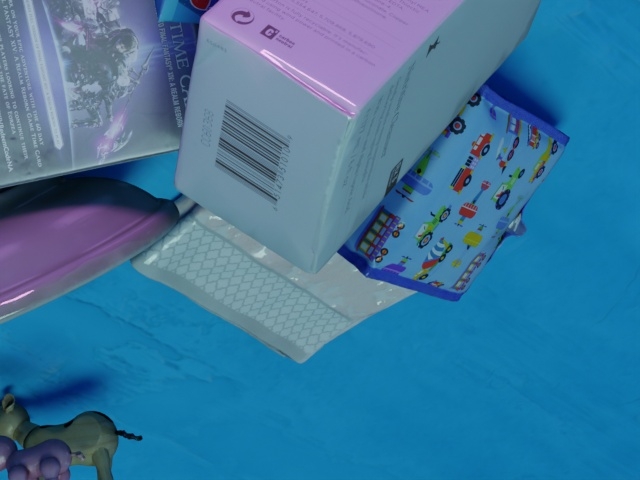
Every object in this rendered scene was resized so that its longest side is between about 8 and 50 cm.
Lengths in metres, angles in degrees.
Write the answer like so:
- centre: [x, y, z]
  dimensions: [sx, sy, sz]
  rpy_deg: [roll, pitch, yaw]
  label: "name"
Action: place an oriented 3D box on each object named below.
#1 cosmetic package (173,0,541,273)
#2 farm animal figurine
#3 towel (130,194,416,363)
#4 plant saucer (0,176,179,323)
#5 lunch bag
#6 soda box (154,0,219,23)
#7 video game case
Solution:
- centre: [0.053, -0.181, 1.491]
  dimensions: [0.385, 0.156, 0.217]
  rpy_deg: [-47, 163, -34]
  label: "cosmetic package"
- centre: [-0.427, 0.247, 2.039]
  dimensions: [0.330, 0.172, 0.327]
  rpy_deg: [12, 147, -42]
  label: "farm animal figurine"
- centre: [0.000, 0.000, 1.957]
  dimensions: [0.317, 0.053, 0.332]
  rpy_deg: [-32, 140, 20]
  label: "towel"
- centre: [-0.337, 0.012, 1.685]
  dimensions: [0.400, 0.400, 0.100]
  rpy_deg: [-21, 100, 7]
  label: "plant saucer"
- centre: [0.144, -0.052, 1.838]
  dimensions: [0.293, 0.138, 0.221]
  rpy_deg: [24, 102, -51]
  label: "lunch bag"
- centre: [-0.109, -0.273, 1.447]
  dimensions: [0.067, 0.210, 0.071]
  rpy_deg: [2, 138, -20]
  label: "soda box"
- centre: [-0.238, -0.152, 1.525]
  dimensions: [0.274, 0.026, 0.196]
  rpy_deg: [-12, 109, -9]
  label: "video game case"
